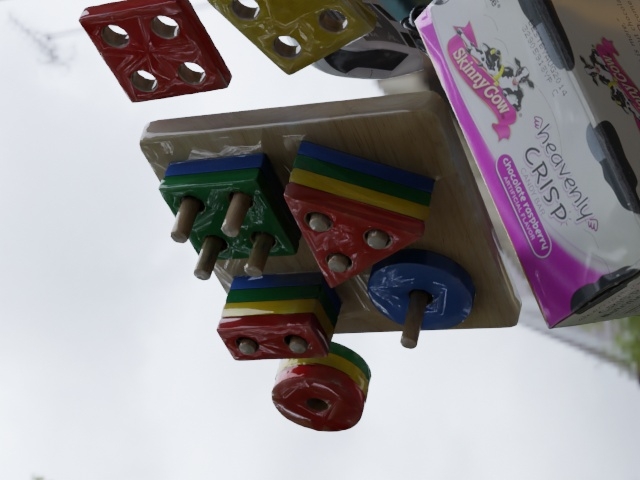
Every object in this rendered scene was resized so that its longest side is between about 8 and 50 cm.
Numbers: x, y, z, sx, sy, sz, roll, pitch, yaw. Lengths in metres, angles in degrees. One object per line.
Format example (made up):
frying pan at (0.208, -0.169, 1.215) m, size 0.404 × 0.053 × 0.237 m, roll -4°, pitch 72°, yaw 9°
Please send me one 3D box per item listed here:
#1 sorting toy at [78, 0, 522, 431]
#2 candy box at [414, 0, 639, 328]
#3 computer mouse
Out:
sorting toy at (0.000, 0.000, 0.617) m, size 0.274 × 0.132 × 0.046 m, roll 64°, pitch -148°, yaw -42°
candy box at (0.173, -0.052, 0.691) m, size 0.233 × 0.071 × 0.159 m, roll -3°, pitch -116°, yaw -40°
computer mouse at (0.034, -0.138, 1.043) m, size 0.193 × 0.042 × 0.106 m, roll 4°, pitch -139°, yaw -45°
